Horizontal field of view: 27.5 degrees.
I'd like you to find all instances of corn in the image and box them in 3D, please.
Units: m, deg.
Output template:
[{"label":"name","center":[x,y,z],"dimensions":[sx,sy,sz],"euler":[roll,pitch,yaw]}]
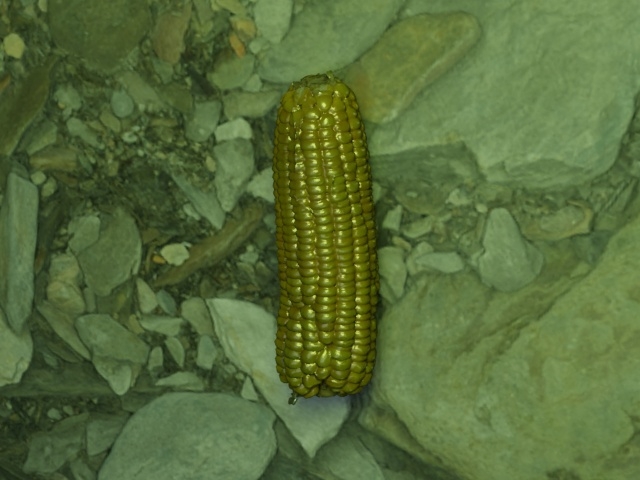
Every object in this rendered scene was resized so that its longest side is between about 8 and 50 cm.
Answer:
[{"label":"corn","center":[0.004,0.001,1.198],"dimensions":[0.102,0.102,0.313],"euler":[6,112,19]}]
